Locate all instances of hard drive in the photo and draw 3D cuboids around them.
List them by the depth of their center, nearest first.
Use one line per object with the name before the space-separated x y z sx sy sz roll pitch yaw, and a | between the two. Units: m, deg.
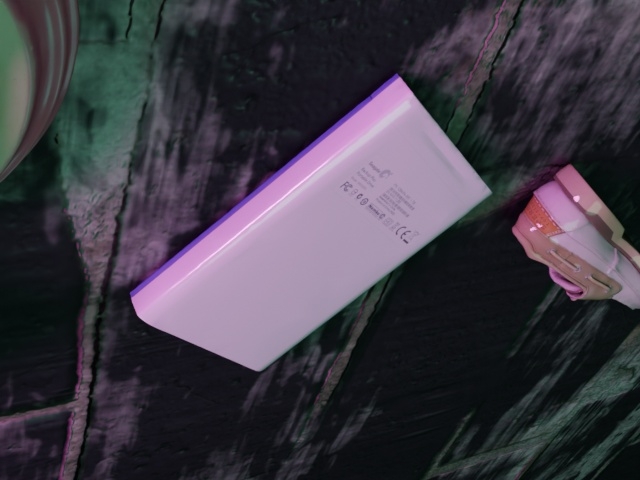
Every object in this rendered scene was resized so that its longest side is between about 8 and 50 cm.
hard drive | 0.000 0.000 0.834 0.319 0.040 0.210 -38 144 11

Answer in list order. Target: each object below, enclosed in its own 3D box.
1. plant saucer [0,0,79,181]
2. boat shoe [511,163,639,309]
plant saucer | -0.293 -0.099 0.461 0.332 0.084 0.332 -20 144 -15
boat shoe | 0.329 0.017 1.044 0.103 0.113 0.302 -39 134 14
